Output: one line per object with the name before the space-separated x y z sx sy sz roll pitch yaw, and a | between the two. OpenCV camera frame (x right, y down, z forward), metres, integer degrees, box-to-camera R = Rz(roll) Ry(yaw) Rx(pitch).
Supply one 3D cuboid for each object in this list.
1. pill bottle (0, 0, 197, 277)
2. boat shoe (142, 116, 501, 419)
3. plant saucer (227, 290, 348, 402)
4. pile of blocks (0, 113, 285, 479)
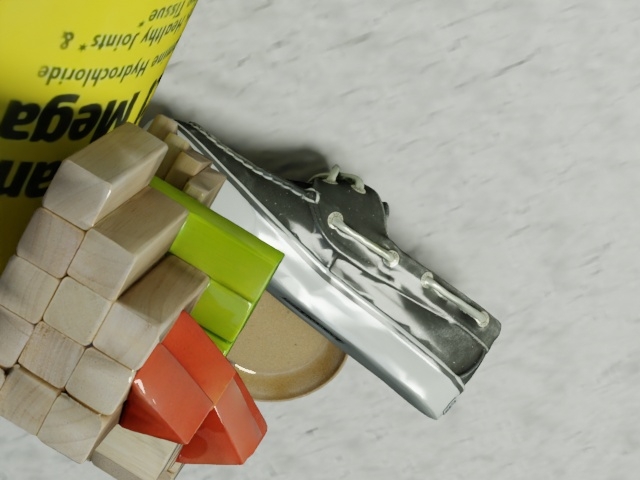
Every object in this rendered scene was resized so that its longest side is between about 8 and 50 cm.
pill bottle | -0.167 -0.081 0.822 0.188 0.188 0.334 18 123 -17
boat shoe | 0.000 0.000 0.974 0.219 0.078 0.070 41 82 -20
plant saucer | -0.025 0.052 1.037 0.083 0.015 0.083 -2 127 -3
pile of blocks | -0.064 0.042 0.865 0.112 0.362 0.149 31 82 2
